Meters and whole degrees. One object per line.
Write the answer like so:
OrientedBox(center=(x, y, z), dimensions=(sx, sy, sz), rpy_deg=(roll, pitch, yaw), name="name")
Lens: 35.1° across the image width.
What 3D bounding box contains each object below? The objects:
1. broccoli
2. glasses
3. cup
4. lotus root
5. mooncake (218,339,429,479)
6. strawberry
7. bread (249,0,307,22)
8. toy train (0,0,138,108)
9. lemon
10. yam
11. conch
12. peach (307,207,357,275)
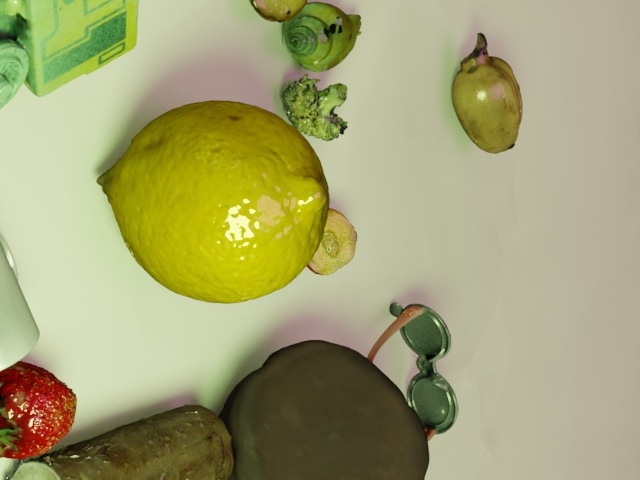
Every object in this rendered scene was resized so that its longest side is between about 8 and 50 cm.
OrientedBox(center=(-0.001, -0.183, 1.392), dimensions=(0.095, 0.092, 0.097), rpy_deg=(-32, 103, -61), name="broccoli")
OrientedBox(center=(0.108, 0.242, 1.572), dimensions=(0.268, 0.118, 0.234), rpy_deg=(-28, 118, -50), name="glasses")
OrientedBox(center=(-0.343, 0.048, 0.978), dimensions=(0.099, 0.136, 0.133), rpy_deg=(-23, 117, -13), name="cup")
OrientedBox(center=(0.286, -0.250, 1.749), dimensions=(0.125, 0.118, 0.221), rpy_deg=(-90, 158, -54), name="lotus root")
OrientedBox(center=(-0.004, 0.278, 1.319), dimensions=(0.282, 0.141, 0.283), rpy_deg=(11, 61, -19), name="mooncake")
OrientedBox(center=(-0.300, 0.169, 1.030), dimensions=(0.106, 0.106, 0.106), rpy_deg=(-10, 103, -52), name="strawberry")
OrientedBox(center=(-0.066, -0.375, 1.308), dimensions=(0.149, 0.065, 0.188), rpy_deg=(28, 75, -40), name="bread")
OrientedBox(center=(-0.267, -0.260, 0.849), dimensions=(0.237, 0.150, 0.369), rpy_deg=(-39, 166, -27), name="toy train")
OrientedBox(center=(-0.105, -0.041, 1.135), dimensions=(0.228, 0.253, 0.229), rpy_deg=(-40, 138, -49), name="lemon")
OrientedBox(center=(-0.218, 0.267, 1.135), dimensions=(0.279, 0.131, 0.131), rpy_deg=(-12, 104, -54), name="yam")
OrientedBox(center=(0.000, -0.281, 1.400), dimensions=(0.200, 0.079, 0.095), rpy_deg=(-3, 116, -62), name="conch")
OrientedBox(center=(0.000, 0.001, 1.444), dimensions=(0.098, 0.061, 0.098), rpy_deg=(1, 89, -32), name="peach")
